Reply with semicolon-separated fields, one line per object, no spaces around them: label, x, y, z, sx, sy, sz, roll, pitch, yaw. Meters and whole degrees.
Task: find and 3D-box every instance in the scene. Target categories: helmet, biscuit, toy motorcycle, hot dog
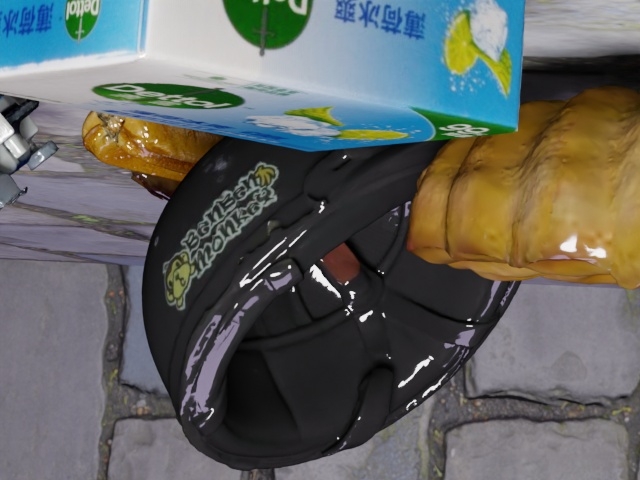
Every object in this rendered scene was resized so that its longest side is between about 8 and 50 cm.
helmet;0.000;0.000;1.133;0.230;0.279;0.160;18;-156;-49
biscuit;0.208;-0.015;0.952;0.326;0.107;0.326;9;180;0
toy motorcycle;-0.253;-0.040;1.238;0.150;0.102;0.221;-39;-173;-15
hot dog;-0.087;-0.063;1.260;0.071;0.045;0.165;-2;173;36

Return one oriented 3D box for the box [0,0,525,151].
box;-0.031;-0.086;0.754;0.194;0.073;0.139;8;174;-40

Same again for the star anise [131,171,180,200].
star anise;-0.066;-0.046;1.421;0.168;0.057;0.168;0;166;0
